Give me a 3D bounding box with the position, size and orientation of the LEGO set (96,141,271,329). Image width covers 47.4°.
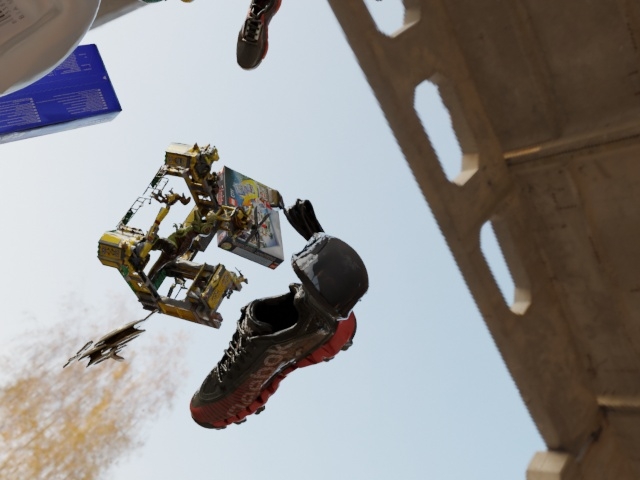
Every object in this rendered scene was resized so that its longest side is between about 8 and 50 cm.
[{"bbox_3d":[-0.208,-0.007,1.282,0.192,0.331,0.255,12,-44,23],"label":"LEGO set"}]

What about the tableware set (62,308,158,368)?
[{"bbox_3d":[-0.333,0.175,1.177,0.039,0.128,0.194,61,-36,4],"label":"tableware set"}]

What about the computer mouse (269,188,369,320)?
[{"bbox_3d":[0.000,0.000,0.886,0.060,0.262,0.184,-39,-94,7],"label":"computer mouse"}]

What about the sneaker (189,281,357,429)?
[{"bbox_3d":[-0.089,0.154,1.002,0.135,0.276,0.097,44,14,-37],"label":"sneaker"}]

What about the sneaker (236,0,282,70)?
[{"bbox_3d":[-0.118,-0.379,1.284,0.061,0.065,0.157,19,-82,7],"label":"sneaker"}]

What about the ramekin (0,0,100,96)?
[{"bbox_3d":[-0.348,-0.261,0.696,0.135,0.277,0.277,53,-36,18],"label":"ramekin"}]

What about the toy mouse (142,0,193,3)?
[{"bbox_3d":[-0.264,-0.389,1.143,0.161,0.143,0.031,23,-61,45],"label":"toy mouse"}]

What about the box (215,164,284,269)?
[{"bbox_3d":[-0.169,-0.056,1.713,0.159,0.233,0.044,24,-51,-32],"label":"box"}]

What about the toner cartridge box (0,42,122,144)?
[{"bbox_3d":[-0.611,-0.302,1.524,0.075,0.348,0.165,-21,-90,52],"label":"toner cartridge box"}]
